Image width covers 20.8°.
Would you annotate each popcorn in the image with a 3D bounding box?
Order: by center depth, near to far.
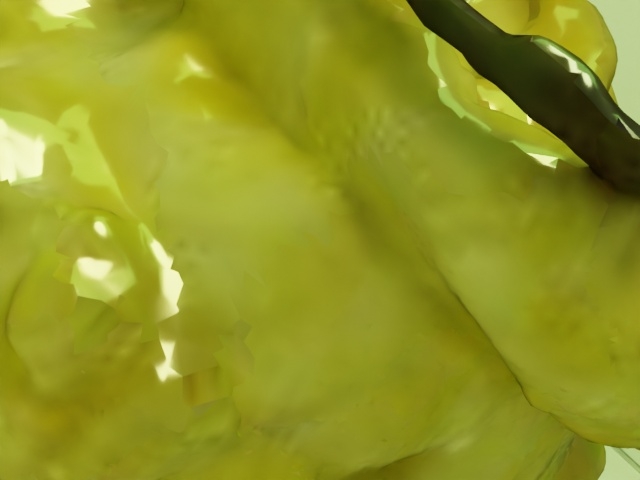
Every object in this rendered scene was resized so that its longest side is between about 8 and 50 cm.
[{"bbox_3d":[0.000,0.000,0.703,0.349,0.349,0.381,24,-27,-24],"label":"popcorn"}]
